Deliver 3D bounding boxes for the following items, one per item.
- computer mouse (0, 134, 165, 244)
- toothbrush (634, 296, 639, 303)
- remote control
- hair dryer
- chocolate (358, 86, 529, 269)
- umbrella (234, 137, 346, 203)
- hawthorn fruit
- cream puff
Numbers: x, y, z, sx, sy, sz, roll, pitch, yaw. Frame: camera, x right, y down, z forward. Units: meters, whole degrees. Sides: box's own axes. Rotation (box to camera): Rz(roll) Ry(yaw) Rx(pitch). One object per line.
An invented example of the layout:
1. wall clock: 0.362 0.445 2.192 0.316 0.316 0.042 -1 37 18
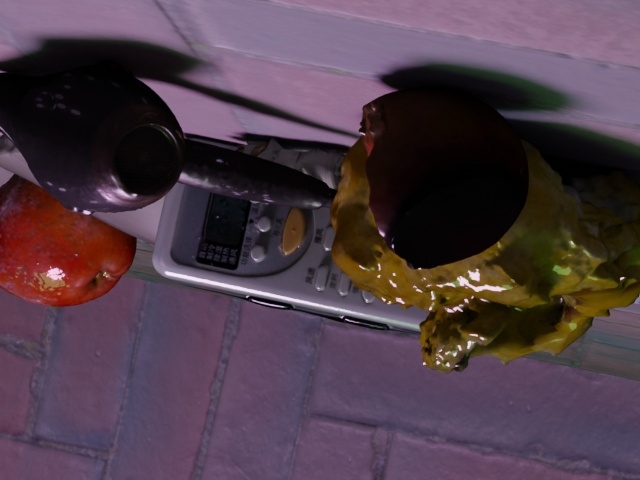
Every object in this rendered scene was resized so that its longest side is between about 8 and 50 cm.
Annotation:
1. computer mouse: -0.168 -0.045 1.983 0.331 0.095 0.197 16 168 -35
2. toothbrush: 0.306 0.060 2.339 0.219 0.016 0.019 5 179 43
3. remote control: 0.000 0.000 1.819 0.296 0.140 0.056 12 177 4
4. hair dryer: -0.098 -0.059 1.626 0.359 0.120 0.304 16 -179 -29
5. chocolate: 0.072 -0.051 1.363 0.127 0.133 0.124 -7 138 -25
6. umbrella: -0.032 -0.061 1.744 0.143 0.062 0.067 6 -158 38
7. hawthorn fruit: -0.293 -0.004 2.244 0.173 0.173 0.173 12 174 1
8. cream puff: 0.133 0.018 1.540 0.282 0.185 0.282 15 175 1
